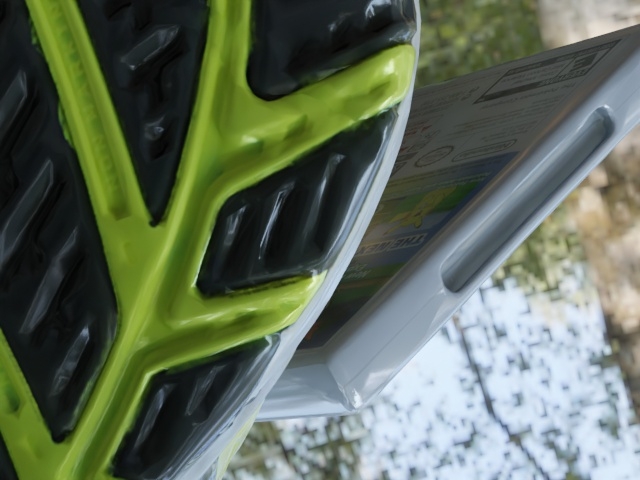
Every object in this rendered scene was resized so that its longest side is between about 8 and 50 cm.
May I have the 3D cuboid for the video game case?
[{"bbox_3d":[0.000,0.000,0.952,0.329,0.036,0.300,-11,-154,51],"label":"video game case"}]

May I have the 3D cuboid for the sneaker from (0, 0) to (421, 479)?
[{"bbox_3d":[-0.088,0.068,0.470,0.385,0.145,0.147,-53,177,14],"label":"sneaker"}]
